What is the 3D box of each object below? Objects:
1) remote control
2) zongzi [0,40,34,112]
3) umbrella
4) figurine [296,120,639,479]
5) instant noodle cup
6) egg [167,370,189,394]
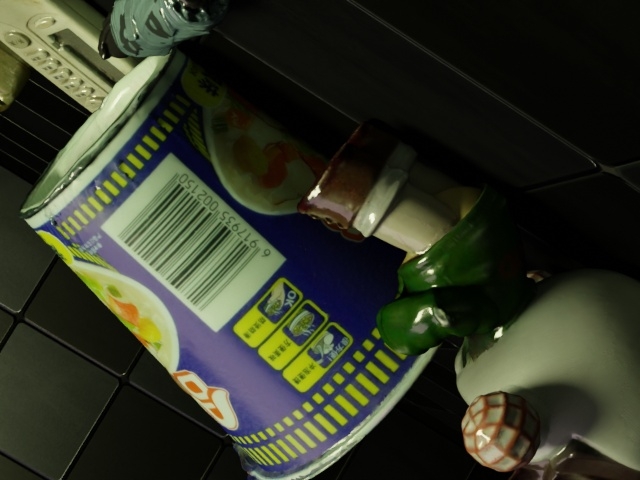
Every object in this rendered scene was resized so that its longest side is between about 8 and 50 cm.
[{"bbox_3d":[-0.213,-0.172,1.304,0.090,0.049,0.230,-13,145,32],"label":"remote control"},{"bbox_3d":[-0.407,-0.236,1.400,0.250,0.125,0.274,35,176,-32],"label":"zongzi"},{"bbox_3d":[-0.118,-0.162,1.074,0.053,0.052,0.250,-3,-179,-18],"label":"umbrella"},{"bbox_3d":[0.148,0.060,1.100,0.370,0.167,0.281,41,-155,-3],"label":"figurine"},{"bbox_3d":[-0.077,0.008,1.258,0.312,0.284,0.284,42,169,-16],"label":"instant noodle cup"},{"bbox_3d":[-0.111,0.080,1.832,0.201,0.244,0.201,16,167,4],"label":"egg"}]
